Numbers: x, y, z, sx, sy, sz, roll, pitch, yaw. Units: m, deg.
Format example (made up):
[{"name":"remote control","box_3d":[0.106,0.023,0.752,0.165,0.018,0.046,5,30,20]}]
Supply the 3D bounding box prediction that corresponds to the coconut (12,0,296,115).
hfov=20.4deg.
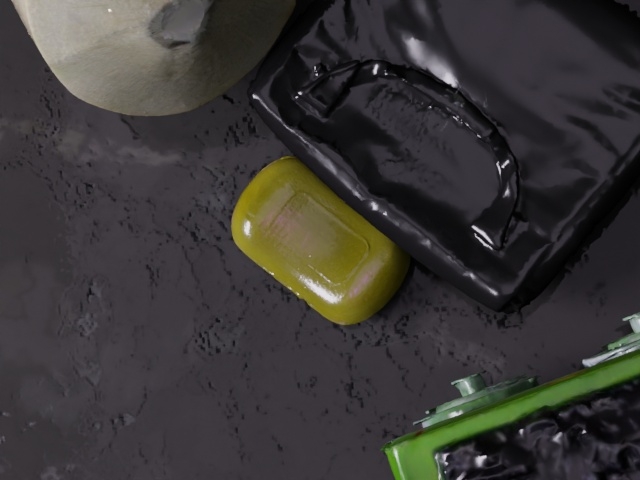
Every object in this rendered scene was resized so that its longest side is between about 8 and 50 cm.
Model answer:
[{"name":"coconut","box_3d":[-0.126,-0.206,1.290,0.241,0.241,0.241,-1,83,7]}]

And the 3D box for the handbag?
[{"name":"handbag","box_3d":[0.110,-0.109,1.324,0.275,0.088,0.244,39,87,8]}]

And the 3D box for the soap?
[{"name":"soap","box_3d":[0.000,0.000,1.347,0.140,0.045,0.089,38,92,8]}]

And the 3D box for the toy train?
[{"name":"toy train","box_3d":[0.192,0.149,1.207,0.307,0.249,0.173,-20,84,4]}]
